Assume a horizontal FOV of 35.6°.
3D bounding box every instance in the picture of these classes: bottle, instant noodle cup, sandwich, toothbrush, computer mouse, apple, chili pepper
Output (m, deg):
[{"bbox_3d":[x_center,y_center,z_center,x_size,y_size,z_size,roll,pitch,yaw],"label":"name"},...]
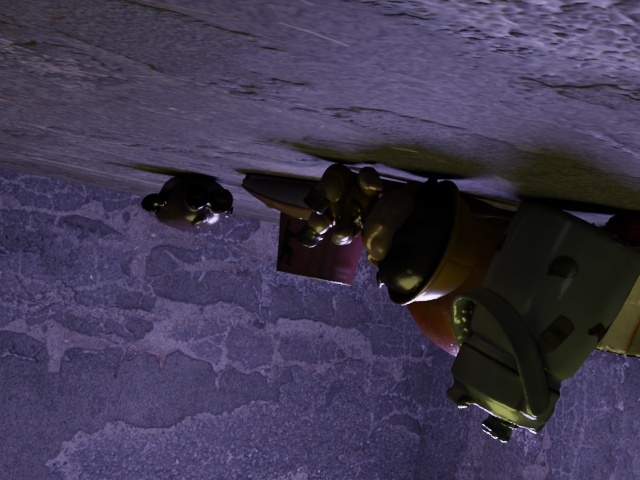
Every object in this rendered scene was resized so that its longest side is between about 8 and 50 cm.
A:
[{"bbox_3d":[0.314,0.129,1.522,0.229,0.351,0.229,29,-179,-1],"label":"bottle"},{"bbox_3d":[0.000,0.000,2.306,0.235,0.178,0.235,11,179,0],"label":"instant noodle cup"},{"bbox_3d":[0.545,0.067,1.822,0.155,0.198,0.227,11,-152,-3],"label":"sandwich"},{"bbox_3d":[0.214,-0.058,1.598,0.364,0.041,0.041,10,178,-24],"label":"toothbrush"},{"bbox_3d":[-0.001,-0.070,1.875,0.310,0.071,0.158,10,176,23],"label":"computer mouse"},{"bbox_3d":[0.289,0.087,1.869,0.302,0.301,0.301,10,178,0],"label":"apple"},{"bbox_3d":[0.470,-0.018,1.435,0.059,0.050,0.268,52,168,-8],"label":"chili pepper"}]

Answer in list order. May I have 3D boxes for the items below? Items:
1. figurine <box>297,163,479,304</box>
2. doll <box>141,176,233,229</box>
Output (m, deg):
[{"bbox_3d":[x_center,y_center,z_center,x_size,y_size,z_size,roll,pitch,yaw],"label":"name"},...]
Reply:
[{"bbox_3d":[0.107,-0.022,1.443,0.257,0.192,0.167,32,-149,12],"label":"figurine"},{"bbox_3d":[-0.287,-0.082,2.210,0.182,0.117,0.257,12,177,-23],"label":"doll"}]
